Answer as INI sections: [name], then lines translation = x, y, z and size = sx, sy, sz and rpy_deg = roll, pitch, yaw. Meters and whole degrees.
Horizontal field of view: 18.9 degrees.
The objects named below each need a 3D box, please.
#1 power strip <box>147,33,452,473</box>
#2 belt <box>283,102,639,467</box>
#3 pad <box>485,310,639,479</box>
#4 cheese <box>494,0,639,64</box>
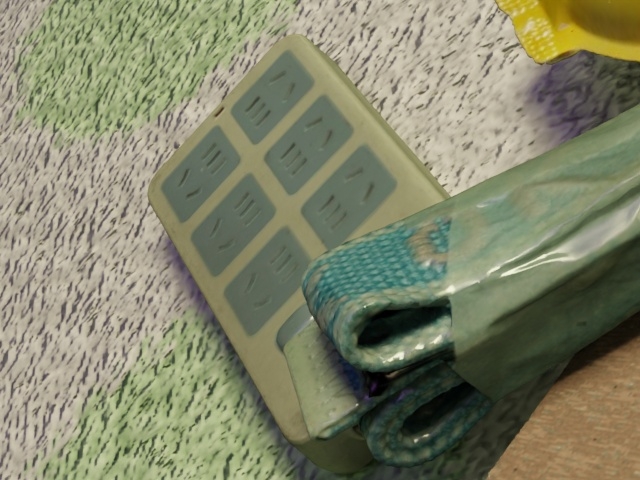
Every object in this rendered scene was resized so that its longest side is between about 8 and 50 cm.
[power strip]
translation = 0.000, 0.000, 0.886
size = 0.118, 0.046, 0.270
rpy_deg = -44, 35, 6
[belt]
translation = 0.116, -0.021, 0.717
size = 0.302, 0.087, 0.072
rpy_deg = -33, 39, 8
[pad]
translation = 0.184, 0.053, 0.638
size = 0.266, 0.002, 0.176
rpy_deg = 5, 48, 49
[cheese]
translation = 0.198, -0.156, 0.802
size = 0.270, 0.069, 0.177
rpy_deg = -31, 41, 7
